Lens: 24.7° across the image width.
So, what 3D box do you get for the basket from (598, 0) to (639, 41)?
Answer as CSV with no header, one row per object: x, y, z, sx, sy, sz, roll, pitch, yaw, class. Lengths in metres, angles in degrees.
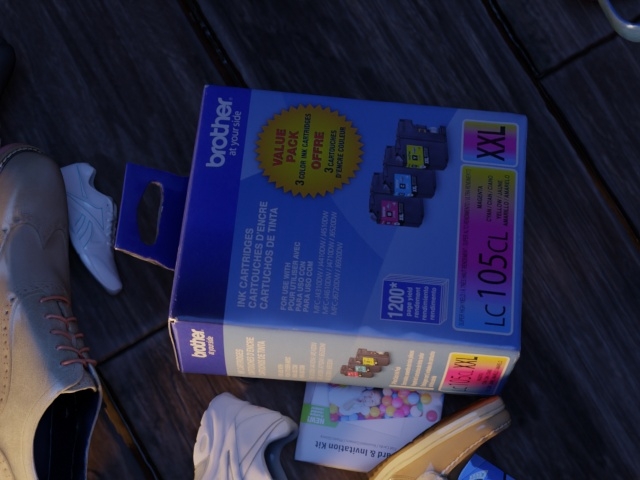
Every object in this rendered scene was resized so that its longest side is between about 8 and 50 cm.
0.371,-0.347,1.519,0.254,0.201,0.289,-22,49,-4,basket

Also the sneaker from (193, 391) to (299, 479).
-0.081,0.272,1.456,0.115,0.090,0.232,9,80,19,sneaker

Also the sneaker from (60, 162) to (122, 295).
-0.238,-0.015,1.539,0.061,0.054,0.152,-25,80,-8,sneaker

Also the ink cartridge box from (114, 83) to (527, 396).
0.000,0.000,1.464,0.395,0.151,0.270,4,64,2,ink cartridge box

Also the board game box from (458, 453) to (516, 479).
0.126,0.364,1.487,0.145,0.027,0.281,34,81,4,board game box

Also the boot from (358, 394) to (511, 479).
0.125,0.295,1.421,0.262,0.095,0.203,-40,79,8,boot

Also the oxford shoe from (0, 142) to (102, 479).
-0.272,0.101,1.448,0.146,0.140,0.397,0,90,34,oxford shoe

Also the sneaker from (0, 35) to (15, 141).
-0.374,-0.050,1.524,0.146,0.122,0.331,27,79,-14,sneaker

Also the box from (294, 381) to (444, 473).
0.057,0.149,1.521,0.145,0.038,0.186,10,80,2,box
